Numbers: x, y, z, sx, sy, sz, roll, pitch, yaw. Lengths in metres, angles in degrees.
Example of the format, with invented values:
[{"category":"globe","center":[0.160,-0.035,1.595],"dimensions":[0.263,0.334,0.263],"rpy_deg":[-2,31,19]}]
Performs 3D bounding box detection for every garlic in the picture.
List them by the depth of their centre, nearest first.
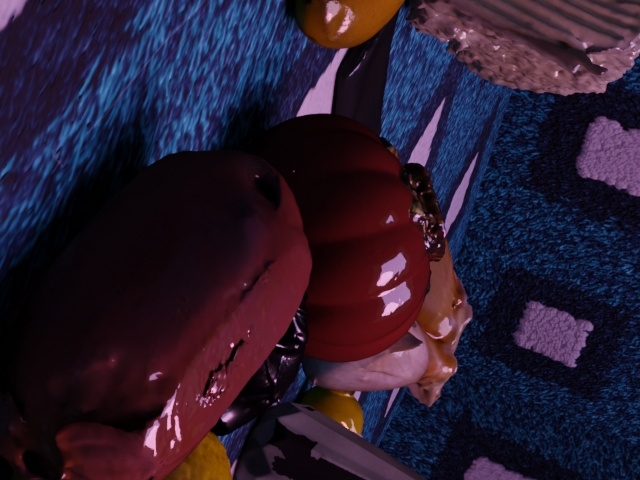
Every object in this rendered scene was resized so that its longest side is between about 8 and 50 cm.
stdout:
[{"category":"garlic","center":[0.095,0.099,2.034],"dimensions":[0.286,0.249,0.313],"rpy_deg":[-52,151,5]}]

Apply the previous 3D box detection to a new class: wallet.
[{"category":"wallet","center":[0.048,-0.156,1.705],"dimensions":[0.146,0.030,0.285],"rpy_deg":[-58,166,-29]}]

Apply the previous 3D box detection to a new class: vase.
[{"category":"vase","center":[0.069,0.351,1.996],"dimensions":[0.165,0.360,0.165],"rpy_deg":[23,90,-80]}]

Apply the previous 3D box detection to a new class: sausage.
[{"category":"sausage","center":[-0.109,0.048,0.969],"dimensions":[0.279,0.152,0.152],"rpy_deg":[-55,165,-41]}]

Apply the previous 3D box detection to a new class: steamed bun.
[{"category":"steamed bun","center":[0.242,-0.297,1.761],"dimensions":[0.272,0.290,0.273],"rpy_deg":[129,-21,-73]}]

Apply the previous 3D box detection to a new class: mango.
[{"category":"mango","center":[0.033,-0.226,1.319],"dimensions":[0.190,0.075,0.098],"rpy_deg":[-49,145,-49]}]

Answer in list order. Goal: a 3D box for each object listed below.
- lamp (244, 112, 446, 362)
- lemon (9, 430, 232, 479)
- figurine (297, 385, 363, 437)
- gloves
[{"category":"lamp","center":[0.000,0.000,1.304],"dimensions":[0.227,0.227,0.227],"rpy_deg":[23,90,-80]},{"category":"lemon","center":[-0.144,0.200,1.065],"dimensions":[0.180,0.181,0.193],"rpy_deg":[-49,141,-61]},{"category":"figurine","center":[-0.013,0.318,2.252],"dimensions":[0.234,0.127,0.185],"rpy_deg":[-60,166,23]},{"category":"gloves","center":[-0.087,0.048,1.156],"dimensions":[0.124,0.164,0.203],"rpy_deg":[-83,163,-52]}]
